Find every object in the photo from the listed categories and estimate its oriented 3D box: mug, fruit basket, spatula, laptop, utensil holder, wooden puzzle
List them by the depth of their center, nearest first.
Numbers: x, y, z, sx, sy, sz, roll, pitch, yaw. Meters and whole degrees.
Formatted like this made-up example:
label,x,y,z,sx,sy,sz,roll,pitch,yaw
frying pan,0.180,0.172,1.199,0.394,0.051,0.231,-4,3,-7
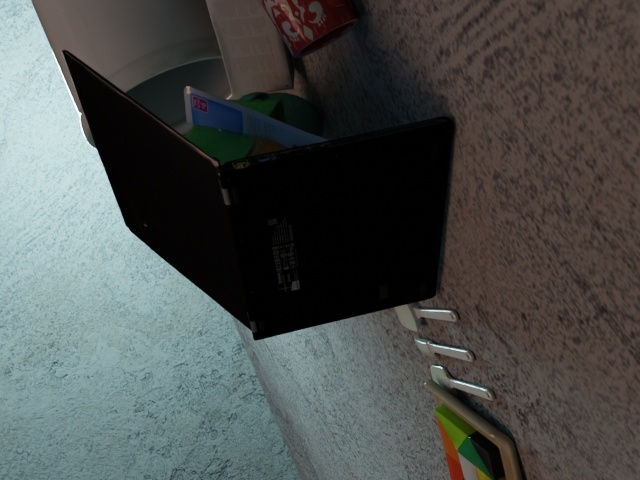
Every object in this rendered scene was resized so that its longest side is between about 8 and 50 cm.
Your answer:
label,x,y,z,sx,sy,sz,roll,pitch,yaw
mug,-0.030,-0.317,1.182,0.169,0.113,0.150,62,169,-2
laptop,-0.070,-0.070,1.268,0.382,0.407,0.236,85,171,-57
fruit basket,-0.026,-0.047,1.404,0.353,0.165,0.327,27,153,17
spatula,0.175,0.159,1.461,0.168,0.019,0.242,66,168,-3
wooden puzzle,0.237,0.343,1.488,0.221,0.044,0.239,31,145,63
mug,-0.060,-0.174,1.526,0.158,0.129,0.097,99,178,-61
utensil holder,-0.339,-0.405,1.794,0.327,0.327,0.386,112,134,-73

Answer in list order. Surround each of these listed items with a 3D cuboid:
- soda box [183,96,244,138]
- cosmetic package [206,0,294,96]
label,x,y,z,sx,sy,sz,roll,pitch,yaw
soda box,-0.233,-0.238,1.966,0.058,0.183,0.063,93,171,-57
cosmetic package,-0.106,-0.329,1.466,0.060,0.098,0.239,-86,-12,-45
